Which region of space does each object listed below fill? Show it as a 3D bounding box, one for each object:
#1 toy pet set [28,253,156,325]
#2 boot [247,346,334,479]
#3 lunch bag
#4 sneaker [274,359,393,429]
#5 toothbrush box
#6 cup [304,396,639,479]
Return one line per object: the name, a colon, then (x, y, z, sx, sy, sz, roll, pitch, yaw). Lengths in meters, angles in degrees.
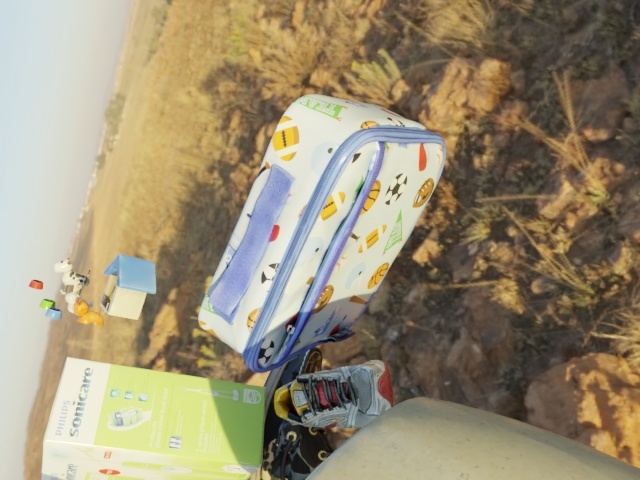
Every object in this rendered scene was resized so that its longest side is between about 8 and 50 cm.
toy pet set: (-0.237, 0.044, 0.665, 0.122, 0.114, 0.065, 21, 93, 54)
boot: (0.031, 0.354, 0.947, 0.138, 0.284, 0.377, 51, -131, -58)
lunch bag: (0.000, 0.000, 0.671, 0.115, 0.243, 0.303, 35, 114, 24)
sneaker: (0.015, 0.207, 0.801, 0.225, 0.093, 0.088, -35, 55, 52)
toothbrush box: (-0.244, 0.284, 0.911, 0.206, 0.283, 0.122, 124, 154, -49)
cup: (0.092, 0.239, 0.380, 0.237, 0.331, 0.331, 43, 124, 29)
